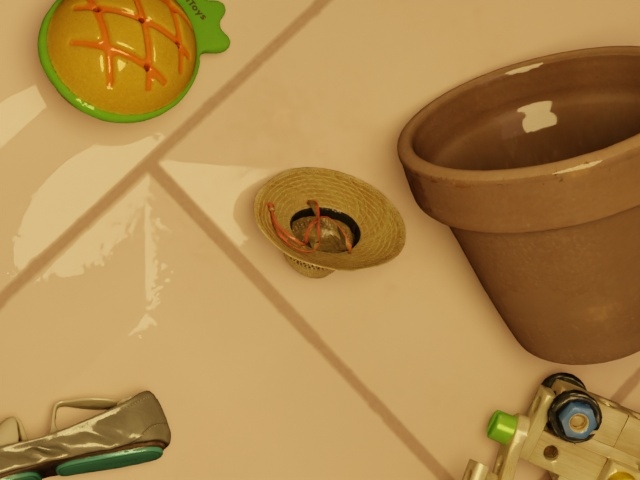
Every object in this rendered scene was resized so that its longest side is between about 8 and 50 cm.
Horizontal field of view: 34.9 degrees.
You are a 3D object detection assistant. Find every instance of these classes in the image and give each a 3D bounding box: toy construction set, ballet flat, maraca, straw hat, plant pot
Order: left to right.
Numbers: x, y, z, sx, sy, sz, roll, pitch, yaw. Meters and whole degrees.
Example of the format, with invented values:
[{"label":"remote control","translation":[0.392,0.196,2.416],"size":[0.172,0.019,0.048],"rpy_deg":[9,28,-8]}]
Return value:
[{"label":"ballet flat","translation":[-0.235,0.175,0.860],"size":[0.213,0.072,0.068],"rpy_deg":[-12,68,-17]},{"label":"maraca","translation":[-0.153,-0.171,0.854],"size":[0.127,0.099,0.185],"rpy_deg":[50,54,-8]},{"label":"straw hat","translation":[0.000,0.000,0.917],"size":[0.145,0.144,0.061],"rpy_deg":[7,130,-17]},{"label":"plant pot","translation":[0.222,-0.019,0.908],"size":[0.263,0.263,0.229],"rpy_deg":[-25,116,-15]},{"label":"toy construction set","translation":[0.257,0.257,0.967],"size":[0.328,0.151,0.215],"rpy_deg":[20,100,-17]}]
